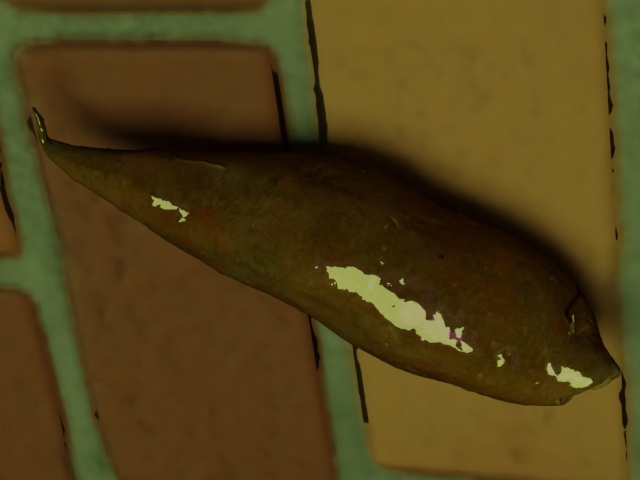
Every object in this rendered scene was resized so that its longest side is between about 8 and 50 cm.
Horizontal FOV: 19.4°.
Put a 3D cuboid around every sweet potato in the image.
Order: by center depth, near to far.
[{"bbox_3d":[0.000,0.000,0.564,0.195,0.056,0.056,23,125,10],"label":"sweet potato"}]
